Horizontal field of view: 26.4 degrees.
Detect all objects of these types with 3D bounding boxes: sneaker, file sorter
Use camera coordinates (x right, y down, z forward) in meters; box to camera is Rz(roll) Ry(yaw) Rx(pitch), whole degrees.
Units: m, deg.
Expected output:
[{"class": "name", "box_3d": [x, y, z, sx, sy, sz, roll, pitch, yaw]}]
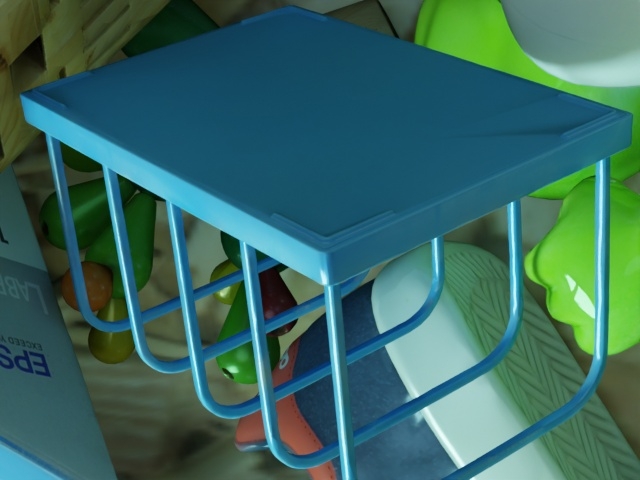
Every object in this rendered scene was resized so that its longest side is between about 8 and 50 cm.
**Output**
[{"class": "sneaker", "box_3d": [0.090, 0.178, 0.565, 0.148, 0.131, 0.350, -34, 82, 25]}, {"class": "file sorter", "box_3d": [0.000, 0.000, 0.457, 0.170, 0.118, 0.105, 27, 132, 47]}]

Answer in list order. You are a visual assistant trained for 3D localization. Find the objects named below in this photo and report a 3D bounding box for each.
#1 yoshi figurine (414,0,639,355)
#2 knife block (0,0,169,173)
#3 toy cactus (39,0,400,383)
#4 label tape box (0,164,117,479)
[{"class": "yoshi figurine", "box_3d": [0.167, -0.042, 0.469, 0.362, 0.203, 0.203, 35, 115, 22]}, {"class": "knife block", "box_3d": [-0.167, -0.159, 0.521, 0.242, 0.088, 0.276, 32, 63, 12]}, {"class": "toy cactus", "box_3d": [-0.051, -0.052, 0.586, 0.180, 0.112, 0.219, -28, 81, 9]}, {"class": "label tape box", "box_3d": [-0.230, 0.077, 0.568, 0.249, 0.115, 0.348, -37, 56, 21]}]
